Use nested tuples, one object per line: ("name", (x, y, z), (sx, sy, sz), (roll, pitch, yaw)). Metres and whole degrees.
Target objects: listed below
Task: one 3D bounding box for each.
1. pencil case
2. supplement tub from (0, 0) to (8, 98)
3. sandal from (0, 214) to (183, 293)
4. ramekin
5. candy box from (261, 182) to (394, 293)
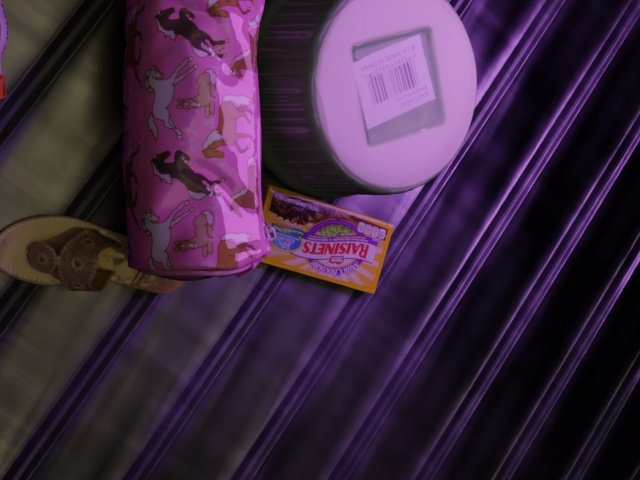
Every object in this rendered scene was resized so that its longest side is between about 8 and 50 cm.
("pencil case", (-0.146, -0.146, 1.148), (0.167, 0.160, 0.386), (-1, 89, -39))
("supplement tub", (-0.435, -0.282, 0.982), (0.193, 0.193, 0.316), (-19, 104, -25))
("sandal", (-0.267, 0.023, 1.168), (0.240, 0.079, 0.088), (11, 90, -28))
("ramekin", (0.059, -0.199, 1.256), (0.303, 0.148, 0.304), (-6, 101, -33))
("candy box", (0.000, 0.000, 1.335), (0.205, 0.027, 0.105), (17, 91, -28))
